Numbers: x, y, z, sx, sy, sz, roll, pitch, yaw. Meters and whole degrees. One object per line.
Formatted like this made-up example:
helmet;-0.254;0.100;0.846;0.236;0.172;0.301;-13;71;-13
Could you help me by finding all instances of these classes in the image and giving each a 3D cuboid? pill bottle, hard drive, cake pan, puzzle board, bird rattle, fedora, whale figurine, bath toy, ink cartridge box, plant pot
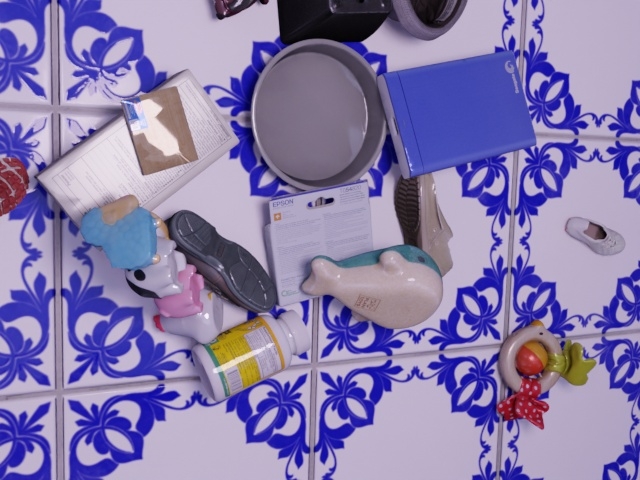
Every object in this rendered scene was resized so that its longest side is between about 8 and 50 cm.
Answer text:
pill bottle;-0.129;0.212;1.357;0.208;0.117;0.117;-23;105;-21
hard drive;0.285;-0.262;1.458;0.319;0.040;0.210;-16;91;-23
cake pan;-0.006;-0.241;1.395;0.293;0.054;0.293;-3;97;-25
puzzle board;-0.266;-0.182;1.181;0.096;0.011;0.128;-20;103;-21
bird rattle;0.503;0.307;1.692;0.253;0.143;0.207;-36;98;-4
fedora;0.185;-0.535;1.392;0.244;0.124;0.275;-35;127;-30
whale figurine;0.104;0.071;1.399;0.272;0.216;0.141;11;48;-9
bath toy;-0.272;0.065;1.210;0.129;0.348;0.151;-8;57;9
ink cartridge box;0.000;0.000;1.421;0.223;0.045;0.224;-12;109;-23
plant pot;0.034;-0.472;1.324;0.187;0.167;0.188;-9;101;-24

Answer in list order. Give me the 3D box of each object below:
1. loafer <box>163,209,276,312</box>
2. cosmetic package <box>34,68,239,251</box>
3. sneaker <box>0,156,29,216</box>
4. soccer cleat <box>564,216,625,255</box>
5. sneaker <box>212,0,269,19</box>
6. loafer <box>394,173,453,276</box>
loafer;-0.195;0.045;1.340;0.267;0.084;0.096;46;46;-26
cosmetic package;-0.314;-0.141;1.230;0.309;0.113;0.160;-40;111;-15
sneaker;-0.570;-0.065;1.133;0.225;0.093;0.088;-43;132;-33
soccer cleat;0.683;-0.007;1.737;0.196;0.076;0.068;20;88;-26
sneaker;-0.201;-0.477;1.248;0.281;0.106;0.162;3;98;-26
loafer;0.225;-0.034;1.510;0.092;0.102;0.268;-17;113;-24
